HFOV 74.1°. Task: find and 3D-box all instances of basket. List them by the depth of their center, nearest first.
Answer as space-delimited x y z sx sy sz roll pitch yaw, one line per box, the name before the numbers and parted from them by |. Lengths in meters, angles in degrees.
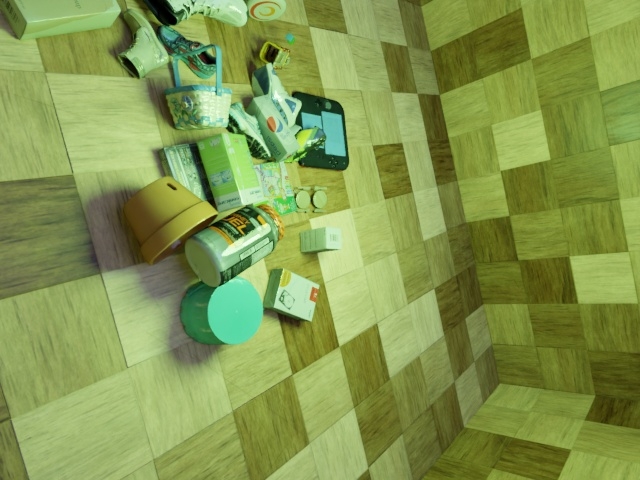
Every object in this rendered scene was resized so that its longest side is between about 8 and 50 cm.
basket | -0.459 -0.570 1.603 0.201 0.254 0.289 -8 99 -52

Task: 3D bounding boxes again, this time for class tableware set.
tableware set | -0.052 -0.205 2.107 0.194 0.039 0.128 -4 98 -40

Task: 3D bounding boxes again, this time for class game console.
game console | 0.009 -0.559 2.208 0.342 0.060 0.387 -2 85 -45

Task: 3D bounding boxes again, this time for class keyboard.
keyboard | -0.184 -0.478 2.001 0.072 0.014 0.256 27 56 9

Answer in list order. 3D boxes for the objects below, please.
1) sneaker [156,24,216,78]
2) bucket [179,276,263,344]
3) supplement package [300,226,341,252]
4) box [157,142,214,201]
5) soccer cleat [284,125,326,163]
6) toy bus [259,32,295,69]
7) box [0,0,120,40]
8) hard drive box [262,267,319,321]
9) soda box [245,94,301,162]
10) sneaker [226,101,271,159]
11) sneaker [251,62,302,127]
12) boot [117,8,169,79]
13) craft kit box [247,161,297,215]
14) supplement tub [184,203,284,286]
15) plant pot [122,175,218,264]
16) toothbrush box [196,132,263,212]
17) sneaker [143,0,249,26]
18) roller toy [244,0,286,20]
sneaker | -0.510 -0.762 1.671 0.262 0.125 0.104 30 63 -38
bucket | -0.366 0.268 1.611 0.281 0.183 0.281 9 77 -44
supplement package | 0.000 0.000 2.023 0.105 0.179 0.105 4 81 -45
box | -0.503 -0.256 1.647 0.183 0.056 0.231 -26 102 -44
soccer cleat | -0.104 -0.465 2.045 0.289 0.093 0.121 -31 71 -22
toy bus | -0.216 -0.876 1.995 0.104 0.202 0.191 30 66 -4
box | -0.829 -0.756 1.354 0.311 0.121 0.148 -40 111 -41
hard drive box | -0.131 0.248 1.918 0.232 0.089 0.181 28 65 -39
soda box | -0.213 -0.499 1.895 0.091 0.098 0.286 -32 90 -40
sneaker | -0.300 -0.480 1.848 0.283 0.110 0.122 49 53 -28
sneaker | -0.193 -0.661 1.989 0.182 0.127 0.316 -36 116 -46
boot | -0.673 -0.711 1.537 0.165 0.077 0.213 -53 122 -34
craft kit box | -0.236 -0.223 1.914 0.246 0.061 0.250 -22 99 -42
supplement tub | -0.304 0.005 1.560 0.338 0.207 0.207 -36 109 -40
plant pot | -0.530 -0.081 1.460 0.203 0.291 0.291 51 50 -4
toothbrush box | -0.355 -0.273 1.700 0.206 0.122 0.283 -40 114 -71
sneaker | -0.501 -0.907 1.670 0.447 0.169 0.258 15 69 -33
roller toy | -0.254 -1.118 1.937 0.209 0.191 0.146 -5 86 -45
